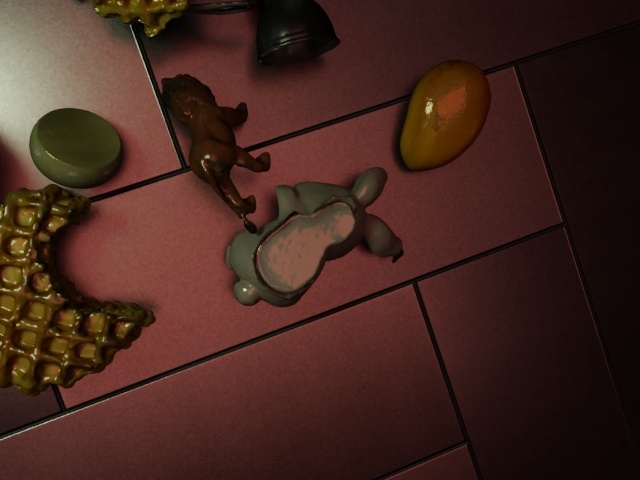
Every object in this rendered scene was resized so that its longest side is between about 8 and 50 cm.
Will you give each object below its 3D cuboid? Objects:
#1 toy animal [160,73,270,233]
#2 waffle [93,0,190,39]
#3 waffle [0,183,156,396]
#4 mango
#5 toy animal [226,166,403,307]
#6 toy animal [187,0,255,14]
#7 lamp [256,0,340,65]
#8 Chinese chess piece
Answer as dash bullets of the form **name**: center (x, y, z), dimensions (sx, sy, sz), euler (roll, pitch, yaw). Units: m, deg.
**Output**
- **toy animal**: center (-0.180, -0.166, 1.039), dimensions (0.158, 0.312, 0.097), euler (18, 127, -40)
- **waffle**: center (-0.283, -0.458, 0.950), dimensions (0.291, 0.051, 0.291), euler (6, 125, 9)
- **waffle**: center (-0.445, 0.077, 1.021), dimensions (0.261, 0.151, 0.324), euler (-28, 94, -12)
- **mango**: center (0.224, -0.224, 1.157), dimensions (0.145, 0.112, 0.219), euler (28, 98, -10)
- **toy animal**: center (-0.005, -0.005, 1.094), dimensions (0.326, 0.154, 0.208), euler (-15, 100, -14)
- **toy animal**: center (-0.296, -0.462, 1.052), dimensions (0.302, 0.225, 0.284), euler (-20, 96, 13)
- **lamp**: center (-0.061, -0.432, 1.070), dimensions (0.147, 0.172, 0.227), euler (-14, 95, -8)
- **Chinese chess piece**: center (-0.399, -0.151, 1.035), dimensions (0.144, 0.058, 0.144), euler (17, 49, -21)
